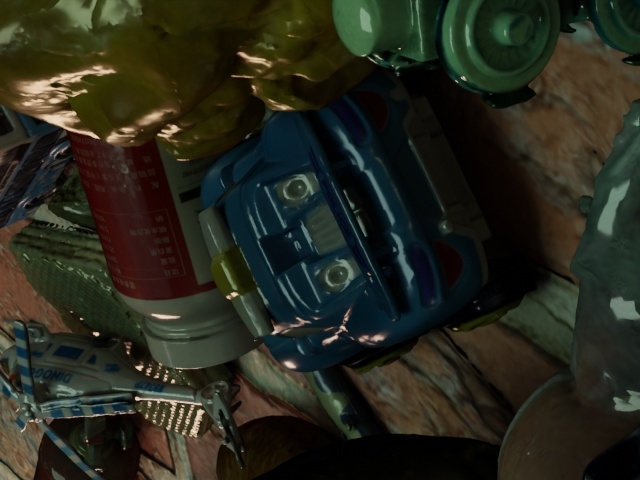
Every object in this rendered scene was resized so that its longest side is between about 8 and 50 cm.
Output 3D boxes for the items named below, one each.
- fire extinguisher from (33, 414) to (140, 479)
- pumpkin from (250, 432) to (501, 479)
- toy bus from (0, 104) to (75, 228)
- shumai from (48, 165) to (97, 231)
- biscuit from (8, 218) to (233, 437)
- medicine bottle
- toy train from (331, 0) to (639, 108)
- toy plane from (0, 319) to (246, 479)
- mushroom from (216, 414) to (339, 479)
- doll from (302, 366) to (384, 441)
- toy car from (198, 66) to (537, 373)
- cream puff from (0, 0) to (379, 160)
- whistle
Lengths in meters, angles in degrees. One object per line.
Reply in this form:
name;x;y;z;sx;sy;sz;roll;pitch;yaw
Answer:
fire extinguisher;-0.250;0.230;2.041;0.337;0.106;0.147;113;150;-55
pumpkin;0.070;0.340;1.210;0.454;0.454;0.344;53;135;19
toy bus;-0.295;-0.088;1.779;0.106;0.131;0.297;60;152;7
shumai;-0.172;-0.047;1.669;0.099;0.087;0.124;14;174;22
biscuit;-0.164;0.087;1.716;0.150;0.052;0.252;12;146;44
medicine bottle;-0.113;-0.033;1.512;0.131;0.131;0.250;21;132;53
toy train;0.096;-0.163;0.959;0.112;0.203;0.163;23;125;56
toy plane;-0.172;0.111;1.629;0.273;0.107;0.182;-17;114;43
mushroom;-0.012;0.296;1.582;0.267;0.254;0.267;21;144;16
doll;0.013;0.127;1.550;0.125;0.027;0.037;53;159;17
toy car;0.000;0.000;1.317;0.198;0.166;0.314;66;154;1
cream puff;-0.047;-0.174;1.132;0.257;0.324;0.291;42;-159;-46
whistle;0.186;0.075;1.075;0.189;0.189;0.348;23;119;52
